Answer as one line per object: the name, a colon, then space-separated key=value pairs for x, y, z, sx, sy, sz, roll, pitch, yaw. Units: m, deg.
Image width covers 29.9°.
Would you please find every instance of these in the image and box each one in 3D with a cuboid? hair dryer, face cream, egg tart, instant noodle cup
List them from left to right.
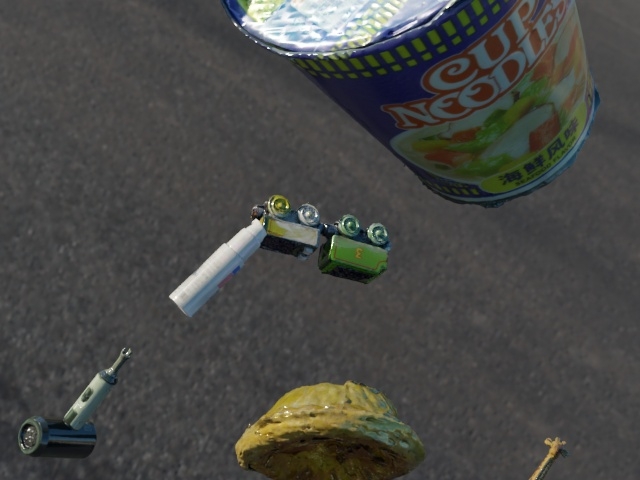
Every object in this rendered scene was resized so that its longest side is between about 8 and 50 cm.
hair dryer: x=-0.319 y=0.217 z=1.625 sx=0.057 sy=0.198 sz=0.100 roll=47 pitch=16 yaw=32
face cream: x=-0.109 y=0.028 z=1.323 sx=0.034 sy=0.130 sz=0.034 roll=43 pitch=-10 yaw=9
egg tart: x=0.014 y=0.282 z=1.767 sx=0.290 sy=0.290 sz=0.115 roll=13 pitch=60 yaw=-24
instant noodle cup: x=0.101 y=-0.186 z=1.014 sx=0.284 sy=0.284 sz=0.312 roll=51 pitch=3 yaw=38

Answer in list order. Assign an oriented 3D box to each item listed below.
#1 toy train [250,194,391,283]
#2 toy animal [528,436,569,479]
toy train: x=0.000 y=0.000 z=1.626 sx=0.202 sy=0.060 sz=0.081 roll=15 pitch=65 yaw=-15
toy animal: x=0.332 y=0.456 z=2.031 sx=0.054 sy=0.149 sz=0.275 roll=35 pitch=66 yaw=15
